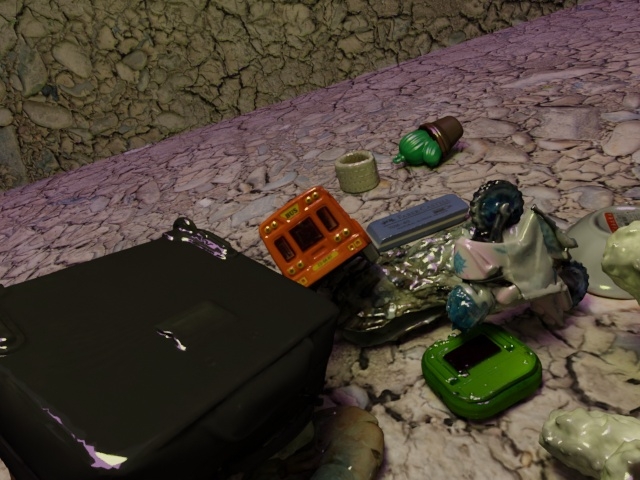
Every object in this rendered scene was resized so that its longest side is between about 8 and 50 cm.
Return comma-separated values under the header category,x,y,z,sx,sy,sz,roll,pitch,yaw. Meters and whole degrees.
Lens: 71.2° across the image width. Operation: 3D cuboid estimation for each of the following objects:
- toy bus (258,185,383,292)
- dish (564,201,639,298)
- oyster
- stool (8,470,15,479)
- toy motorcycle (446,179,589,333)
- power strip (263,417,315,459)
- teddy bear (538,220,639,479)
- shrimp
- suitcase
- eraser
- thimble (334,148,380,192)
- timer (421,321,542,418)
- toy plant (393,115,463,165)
category,x,y,z,sx,sy,sz,roll,pitch,yaw
toy bus,0.000,0.000,0.773,0.143,0.153,0.329,-36,-2,4
dish,0.493,-0.005,0.718,0.230,0.081,0.229,-14,30,8
oyster,0.178,0.052,0.738,0.351,0.158,0.162,-32,54,8
stool,-0.369,0.350,0.481,0.272,0.178,0.272,-12,29,7
toy motorcycle,0.257,0.058,0.623,0.204,0.239,0.108,-51,3,-6
power strip,-0.061,0.222,0.638,0.080,0.029,0.227,-20,15,-5
teddy bear,0.290,0.151,0.350,0.363,0.375,0.327,-10,-16,-22
shrimp,-0.033,0.297,0.509,0.178,0.075,0.289,-9,31,30
suitcase,-0.174,0.132,0.518,0.340,0.188,0.345,23,26,28
eraser,0.205,-0.038,0.968,0.225,0.036,0.082,-20,32,-5
thimble,0.099,-0.190,1.221,0.115,0.090,0.102,-6,32,21
timer,0.215,0.170,0.606,0.140,0.047,0.128,-23,30,-13
toy plant,0.297,-0.261,1.235,0.200,0.105,0.143,-37,45,2
